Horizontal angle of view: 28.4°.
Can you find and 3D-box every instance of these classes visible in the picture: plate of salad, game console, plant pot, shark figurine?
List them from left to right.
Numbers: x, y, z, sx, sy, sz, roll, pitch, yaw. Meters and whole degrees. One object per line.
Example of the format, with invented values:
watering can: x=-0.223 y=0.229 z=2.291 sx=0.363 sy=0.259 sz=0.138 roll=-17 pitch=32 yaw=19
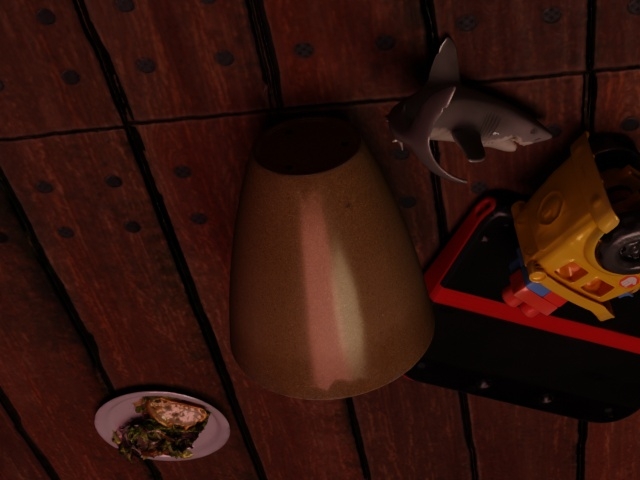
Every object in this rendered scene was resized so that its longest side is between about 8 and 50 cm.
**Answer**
plate of salad: x=-0.232 y=0.282 z=1.857 sx=0.199 sy=0.048 sz=0.200 roll=0 pitch=142 yaw=0
plant pot: x=0.000 y=0.000 z=1.387 sx=0.237 sy=0.237 sz=0.254 roll=-3 pitch=126 yaw=6
shark figurine: x=0.118 y=-0.141 z=1.256 sx=0.166 sy=0.278 sz=0.116 roll=18 pitch=106 yaw=25
game console: x=0.306 y=0.096 z=1.611 sx=0.386 sy=0.060 sz=0.342 roll=14 pitch=134 yaw=-17

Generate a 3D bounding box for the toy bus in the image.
toy bus: x=0.313 y=0.018 z=1.407 sx=0.220 sy=0.149 sz=0.211 roll=26 pitch=126 yaw=-30
